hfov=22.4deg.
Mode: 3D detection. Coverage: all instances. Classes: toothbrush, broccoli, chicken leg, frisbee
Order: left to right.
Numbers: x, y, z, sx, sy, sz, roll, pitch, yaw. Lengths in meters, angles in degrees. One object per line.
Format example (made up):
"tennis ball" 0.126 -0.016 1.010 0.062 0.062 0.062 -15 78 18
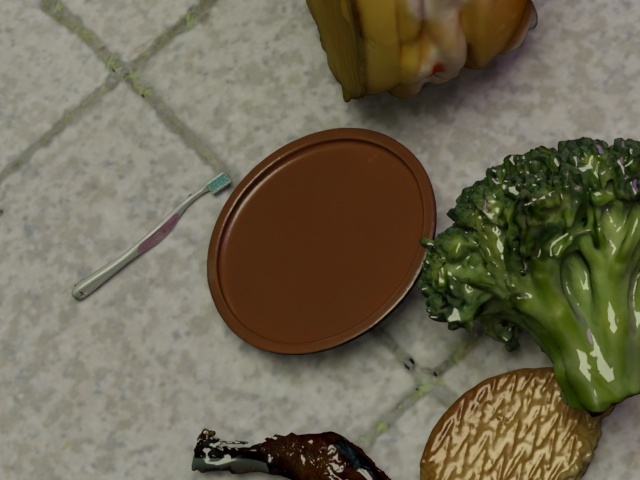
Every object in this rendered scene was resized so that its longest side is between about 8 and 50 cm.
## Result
"toothbrush" -0.175 -0.005 1.673 0.204 0.017 0.022 -38 45 -5
"chicken leg" -0.007 0.229 1.514 0.253 0.051 0.106 26 80 25
"frisbee" 0.000 0.000 1.596 0.250 0.021 0.251 -14 57 22
"broccoli" 0.244 0.030 1.455 0.247 0.288 0.246 -8 85 -35

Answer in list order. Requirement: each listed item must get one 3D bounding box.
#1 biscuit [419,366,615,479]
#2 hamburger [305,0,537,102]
"biscuit" 0.166 0.209 1.489 0.144 0.033 0.224 25 75 24
"hamburger" 0.102 -0.283 1.600 0.236 0.276 0.276 -18 64 -8
